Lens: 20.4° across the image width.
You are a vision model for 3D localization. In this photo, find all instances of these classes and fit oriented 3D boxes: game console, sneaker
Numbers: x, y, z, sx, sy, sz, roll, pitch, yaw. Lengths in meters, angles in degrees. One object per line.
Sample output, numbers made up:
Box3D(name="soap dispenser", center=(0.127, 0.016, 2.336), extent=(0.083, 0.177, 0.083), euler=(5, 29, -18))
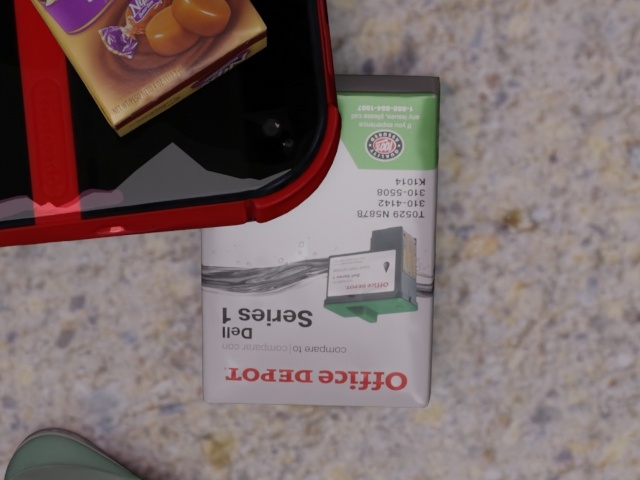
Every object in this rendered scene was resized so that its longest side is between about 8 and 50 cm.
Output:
Box3D(name="game console", center=(-0.169, -0.192, 1.113), extent=(0.342, 0.060, 0.387), euler=(-6, 84, -3))
Box3D(name="sneaker", center=(-0.114, 0.233, 1.246), extent=(0.256, 0.151, 0.094), euler=(27, 103, -6))

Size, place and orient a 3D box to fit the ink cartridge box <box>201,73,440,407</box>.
Box3D(name="ink cartridge box", center=(0.000, 0.000, 1.210), extent=(0.160, 0.092, 0.219), euler=(1, 104, 3))

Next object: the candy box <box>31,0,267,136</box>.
Box3D(name="candy box", center=(-0.126, -0.169, 1.057), extent=(0.109, 0.053, 0.187), euler=(-33, 85, -4))
